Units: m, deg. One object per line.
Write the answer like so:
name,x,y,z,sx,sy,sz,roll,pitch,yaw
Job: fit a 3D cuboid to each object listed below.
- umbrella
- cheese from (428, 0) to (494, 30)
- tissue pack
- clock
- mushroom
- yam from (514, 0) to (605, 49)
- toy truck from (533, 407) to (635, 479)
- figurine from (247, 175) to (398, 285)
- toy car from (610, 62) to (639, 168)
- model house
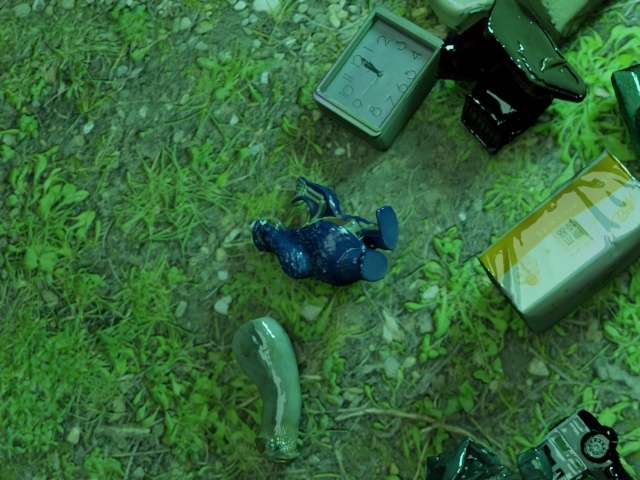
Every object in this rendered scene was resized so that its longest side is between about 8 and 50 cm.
umbrella,0.154,0.371,1.217,0.349,0.094,0.143,-31,84,25
cheese,0.234,-0.456,1.456,0.137,0.064,0.227,-11,75,10
tissue pack,0.346,0.011,1.239,0.225,0.185,0.124,-39,69,5
clock,0.096,-0.263,1.445,0.147,0.071,0.192,36,89,21
mushroom,-0.072,0.230,1.369,0.092,0.081,0.223,-12,75,-12
yam,0.398,-0.415,1.365,0.238,0.129,0.128,-43,54,0
toy truck,0.386,0.350,1.191,0.125,0.101,0.242,-41,71,16
figurine,0.000,0.006,1.389,0.262,0.121,0.164,21,56,42
toy car,0.519,-0.118,1.265,0.141,0.097,0.321,-16,72,13
model house,0.271,-0.248,1.360,0.203,0.141,0.164,58,141,8
